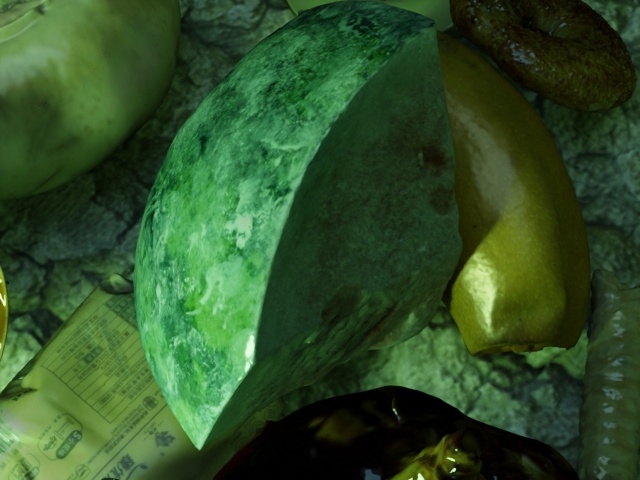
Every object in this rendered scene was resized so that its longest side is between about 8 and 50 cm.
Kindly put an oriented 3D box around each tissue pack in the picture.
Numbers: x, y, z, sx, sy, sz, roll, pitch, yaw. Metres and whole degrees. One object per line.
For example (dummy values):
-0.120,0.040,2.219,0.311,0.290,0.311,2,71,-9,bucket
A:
-0.188,0.175,1.457,0.215,0.123,0.256,37,76,20,tissue pack

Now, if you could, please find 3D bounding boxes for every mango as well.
0.123,-0.052,1.501,0.187,0.144,0.359,-46,69,20,mango

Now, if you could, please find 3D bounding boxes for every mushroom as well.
-0.313,-0.224,1.574,0.353,0.353,0.325,4,24,10,mushroom

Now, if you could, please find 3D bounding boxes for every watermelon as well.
0.000,0.000,1.408,0.228,0.258,0.387,25,88,58,watermelon

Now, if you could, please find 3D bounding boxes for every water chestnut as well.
0.067,0.238,1.228,0.335,0.347,0.335,11,37,-8,water chestnut

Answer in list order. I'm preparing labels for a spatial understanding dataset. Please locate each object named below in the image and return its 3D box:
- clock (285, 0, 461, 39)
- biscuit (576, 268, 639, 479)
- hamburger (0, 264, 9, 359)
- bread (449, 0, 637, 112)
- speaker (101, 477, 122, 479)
0.072,-0.286,1.687,0.235,0.029,0.235,-4,64,9,clock
0.248,0.126,1.439,0.061,0.055,0.219,27,55,-22,biscuit
-0.413,0.045,1.432,0.274,0.274,0.212,-48,39,-14,hamburger
0.206,-0.186,1.548,0.193,0.193,0.064,44,120,24,bread
-0.085,0.261,1.375,0.218,0.044,0.082,20,73,-21,speaker
